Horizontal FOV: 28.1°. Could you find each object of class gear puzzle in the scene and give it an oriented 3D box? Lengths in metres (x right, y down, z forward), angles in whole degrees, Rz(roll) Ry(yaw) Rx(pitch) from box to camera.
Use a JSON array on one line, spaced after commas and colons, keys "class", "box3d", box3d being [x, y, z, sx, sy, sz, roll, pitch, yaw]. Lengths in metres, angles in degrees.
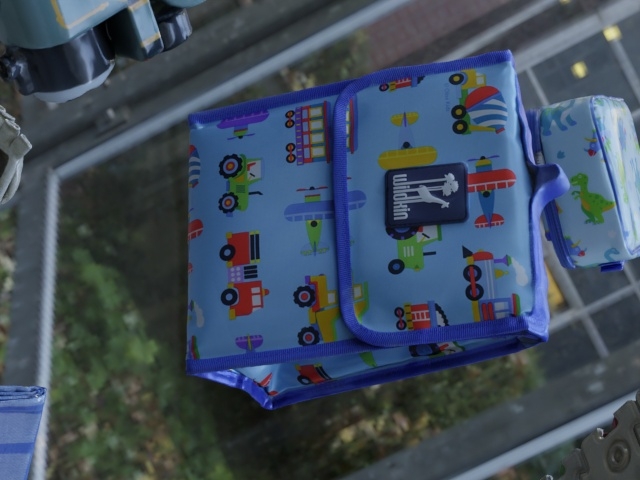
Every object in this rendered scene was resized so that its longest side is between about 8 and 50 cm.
[{"class": "gear puzzle", "box3d": [0.269, 0.261, 1.157, 0.044, 0.339, 0.175, 16, 40, -28]}]

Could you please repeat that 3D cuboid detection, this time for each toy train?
[{"class": "toy train", "box3d": [-0.186, -0.257, 0.869, 0.142, 0.190, 0.334, 22, -41, 39]}]

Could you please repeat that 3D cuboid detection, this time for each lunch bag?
[{"class": "lunch bag", "box3d": [0.052, -0.009, 0.987, 0.138, 0.293, 0.221, 33, 49, -56]}, {"class": "lunch bag", "box3d": [0.281, -0.057, 1.311, 0.219, 0.090, 0.176, -12, 88, -67]}]

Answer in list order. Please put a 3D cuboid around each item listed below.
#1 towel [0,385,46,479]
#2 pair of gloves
[{"class": "towel", "box3d": [-0.436, 0.236, 1.321, 0.285, 0.209, 0.034, 3, 29, -32]}, {"class": "pair of gloves", "box3d": [-0.502, -0.131, 1.696, 0.240, 0.204, 0.042, 44, 21, 11]}]
